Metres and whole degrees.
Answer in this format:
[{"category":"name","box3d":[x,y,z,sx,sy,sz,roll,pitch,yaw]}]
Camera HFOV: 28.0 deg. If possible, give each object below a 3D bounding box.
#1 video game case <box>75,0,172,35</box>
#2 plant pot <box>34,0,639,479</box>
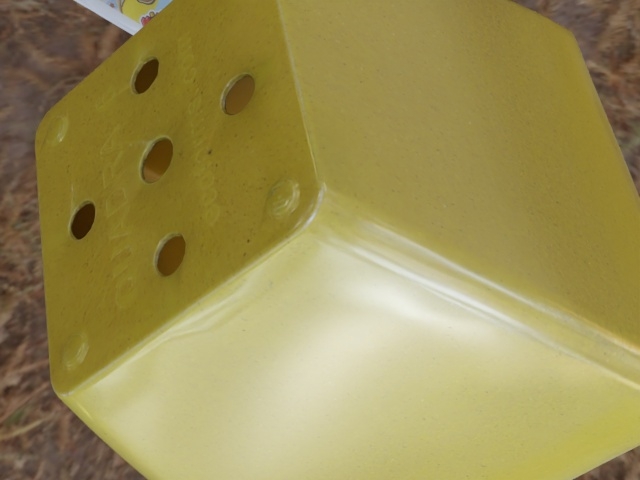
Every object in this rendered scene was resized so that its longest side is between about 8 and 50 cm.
[{"category":"video game case","box3d":[-0.012,-0.188,0.713,0.206,0.026,0.227,31,111,7]},{"category":"plant pot","box3d":[0.000,0.000,0.542,0.212,0.187,0.212,-34,50,28]}]
